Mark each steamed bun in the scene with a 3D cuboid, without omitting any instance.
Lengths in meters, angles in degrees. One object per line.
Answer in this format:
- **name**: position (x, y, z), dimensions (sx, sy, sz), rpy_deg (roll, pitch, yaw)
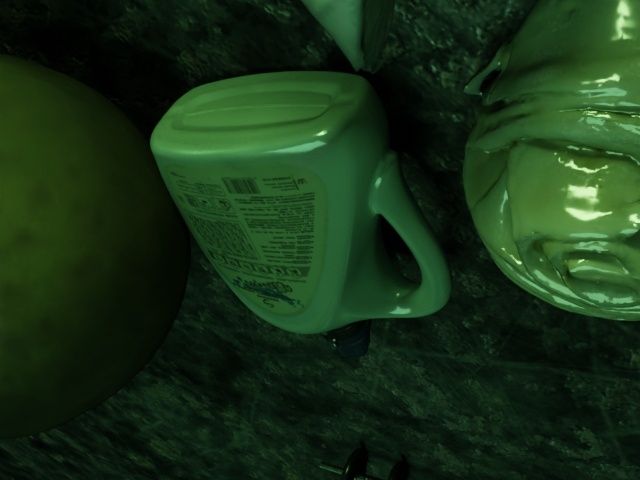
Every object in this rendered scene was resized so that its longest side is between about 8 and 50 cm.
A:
- **steamed bun**: position (0.176, -0.035, 0.534), dimensions (0.211, 0.144, 0.218), rpy_deg (34, 144, -4)

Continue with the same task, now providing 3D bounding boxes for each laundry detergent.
- **laundry detergent**: position (0.000, 0.000, 0.738), dimensions (0.214, 0.105, 0.280), rpy_deg (1, 134, 33)

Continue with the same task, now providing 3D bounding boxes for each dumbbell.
- **dumbbell**: position (0.066, 0.296, 1.088), dimensions (0.147, 0.069, 0.069), rpy_deg (12, 141, 23)

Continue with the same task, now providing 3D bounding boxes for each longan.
- **longan**: position (-0.288, 0.006, 0.779), dimensions (0.361, 0.361, 0.361), rpy_deg (19, 144, 15)

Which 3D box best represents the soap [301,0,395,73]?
- **soap**: position (0.030, -0.258, 0.362), dimensions (0.302, 0.159, 0.257), rpy_deg (44, 140, -22)
